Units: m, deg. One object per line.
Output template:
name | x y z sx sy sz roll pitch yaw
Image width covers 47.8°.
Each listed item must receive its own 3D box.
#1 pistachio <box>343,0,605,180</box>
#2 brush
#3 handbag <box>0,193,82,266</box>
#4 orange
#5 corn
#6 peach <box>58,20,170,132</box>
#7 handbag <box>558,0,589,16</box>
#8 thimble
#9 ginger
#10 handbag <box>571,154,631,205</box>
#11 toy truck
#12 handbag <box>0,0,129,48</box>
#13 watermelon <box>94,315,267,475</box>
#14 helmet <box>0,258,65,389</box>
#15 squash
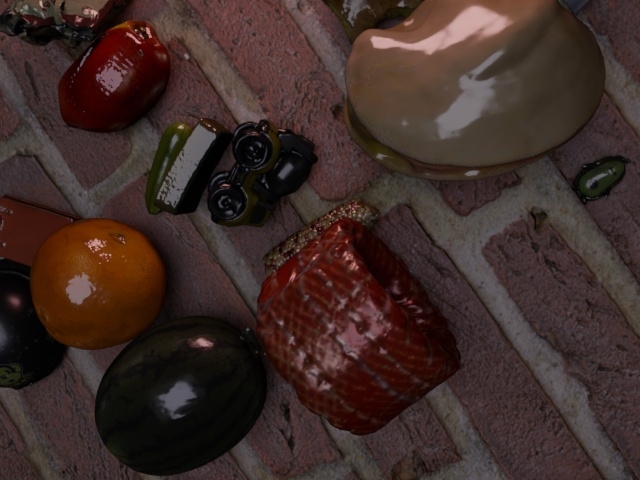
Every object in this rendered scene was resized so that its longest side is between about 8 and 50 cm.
pistachio | 0.256 -0.275 1.239 0.445 0.281 0.365 -9 65 4
brush | -0.246 -0.143 1.421 0.059 0.123 0.197 31 100 3
handbag | -0.616 -0.014 1.533 0.190 0.063 0.127 18 97 6
orange | -0.429 0.080 1.403 0.261 0.261 0.261 1 94 11
corn | 0.000 0.000 1.404 0.253 0.086 0.086 -34 87 11
peach | -0.418 -0.301 1.427 0.267 0.154 0.159 -36 88 10
handbag | 0.444 -0.473 1.289 0.117 0.095 0.173 42 92 11
thimble | 0.068 0.154 1.275 0.230 0.350 0.350 -40 86 14
ginger | 0.128 -0.497 1.331 0.270 0.123 0.219 -28 92 2
handbag | 0.512 -0.117 1.317 0.111 0.047 0.072 -37 88 13
toy truck | -0.117 -0.119 1.399 0.165 0.147 0.224 26 102 -14
handbag | -0.492 -0.448 1.411 0.213 0.235 0.127 3 129 9
watermelon | -0.255 0.287 1.373 0.359 0.279 0.279 -31 88 7
helmet | -0.671 0.181 1.506 0.230 0.160 0.279 -14 92 13
squash | -0.309 -0.146 1.464 0.066 0.066 0.201 24 104 8
